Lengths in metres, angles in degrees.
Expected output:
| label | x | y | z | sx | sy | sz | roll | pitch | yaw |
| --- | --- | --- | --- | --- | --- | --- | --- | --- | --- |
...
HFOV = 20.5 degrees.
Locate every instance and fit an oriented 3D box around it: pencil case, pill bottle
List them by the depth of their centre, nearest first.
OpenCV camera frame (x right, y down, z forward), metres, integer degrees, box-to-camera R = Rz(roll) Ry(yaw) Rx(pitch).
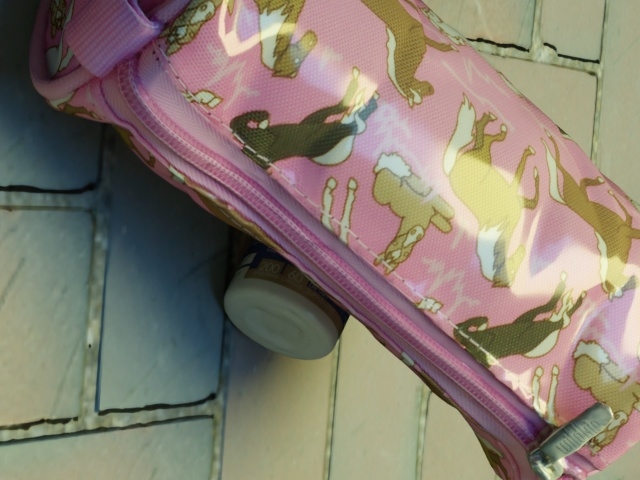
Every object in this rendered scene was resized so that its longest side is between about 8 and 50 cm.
| label | x | y | z | sx | sy | sz | roll | pitch | yaw |
| --- | --- | --- | --- | --- | --- | --- | --- | --- | --- |
| pencil case | 0.034 | -0.030 | 0.861 | 0.160 | 0.167 | 0.386 | -48 | 120 | 0 |
| pill bottle | 0.000 | 0.000 | 0.975 | 0.120 | 0.067 | 0.067 | -63 | 141 | -28 |
